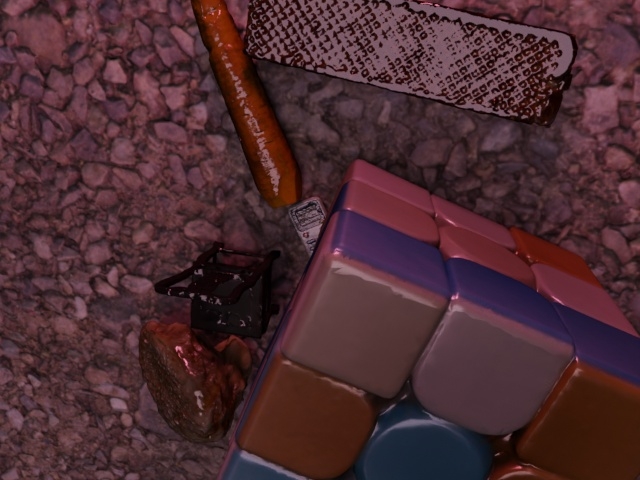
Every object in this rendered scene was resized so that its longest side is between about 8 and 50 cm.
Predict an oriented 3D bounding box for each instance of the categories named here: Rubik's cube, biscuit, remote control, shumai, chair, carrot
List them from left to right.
[{"bbox_3d":[-0.169,0.193,0.882,0.209,0.153,0.161,29,117,42],"label":"shumai"},{"bbox_3d":[-0.130,0.080,0.797,0.106,0.229,0.113,7,107,10],"label":"chair"},{"bbox_3d":[-0.097,-0.193,0.788,0.066,0.066,0.314,-17,102,17],"label":"carrot"},{"bbox_3d":[0.000,0.000,0.854,0.053,0.018,0.124,-20,103,16],"label":"remote control"},{"bbox_3d":[0.100,-0.233,0.725,0.388,0.073,0.107,15,112,7],"label":"biscuit"},{"bbox_3d":[0.112,0.153,0.700,0.344,0.347,0.346,24,110,-3],"label":"Rubik's cube"}]
